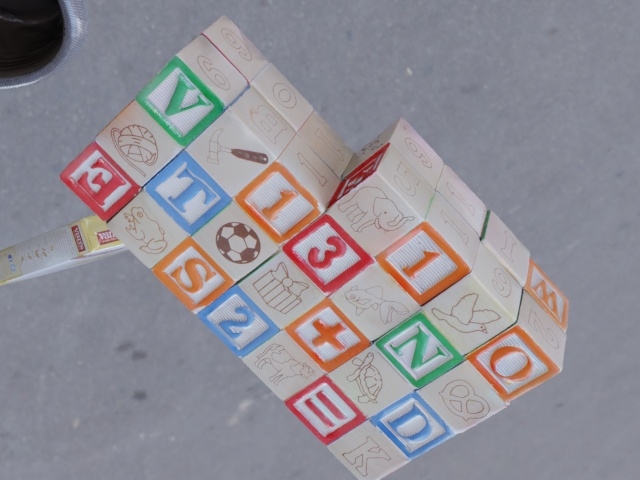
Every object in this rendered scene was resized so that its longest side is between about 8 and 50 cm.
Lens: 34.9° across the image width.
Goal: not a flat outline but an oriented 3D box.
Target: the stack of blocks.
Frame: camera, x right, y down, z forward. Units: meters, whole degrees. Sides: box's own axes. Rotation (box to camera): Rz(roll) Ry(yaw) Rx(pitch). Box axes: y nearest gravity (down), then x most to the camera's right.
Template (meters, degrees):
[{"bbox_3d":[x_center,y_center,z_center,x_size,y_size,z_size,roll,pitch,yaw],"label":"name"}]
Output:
[{"bbox_3d":[0.000,0.000,0.665,0.297,0.087,0.171,46,120,-10],"label":"stack of blocks"}]

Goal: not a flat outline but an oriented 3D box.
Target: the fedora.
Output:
[{"bbox_3d":[-0.414,-0.306,1.226,0.275,0.124,0.244,4,132,-6],"label":"fedora"}]

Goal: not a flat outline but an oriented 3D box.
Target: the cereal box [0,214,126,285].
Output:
[{"bbox_3d":[-0.282,0.001,1.249,0.240,0.047,0.173,-14,-178,44],"label":"cereal box"}]
